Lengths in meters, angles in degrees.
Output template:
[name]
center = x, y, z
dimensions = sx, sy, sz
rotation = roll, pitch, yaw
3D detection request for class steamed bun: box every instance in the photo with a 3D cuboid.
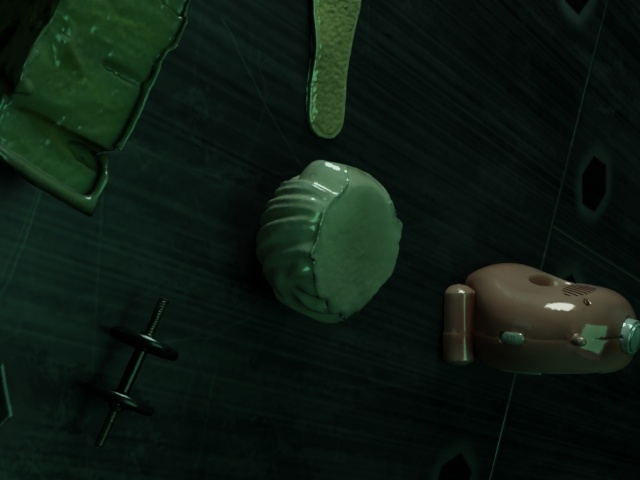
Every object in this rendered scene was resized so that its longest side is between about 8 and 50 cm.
[steamed bun]
center = 0.000, 0.000, 1.029
dimensions = 0.182, 0.106, 0.183
rotation = -15, 111, -45

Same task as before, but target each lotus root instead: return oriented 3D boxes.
[lotus root]
center = -0.198, -0.149, 0.763
dimensions = 0.119, 0.138, 0.235
rotation = 31, 75, -40

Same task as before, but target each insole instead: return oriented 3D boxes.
[insole]
center = 0.016, -0.240, 1.073
dimensions = 0.081, 0.011, 0.248
rotation = -1, 98, -48

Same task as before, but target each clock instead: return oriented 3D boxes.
[clock]
center = 0.322, 0.108, 1.303
dimensions = 0.227, 0.241, 0.142
rotation = -1, 94, -47

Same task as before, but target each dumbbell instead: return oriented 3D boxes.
[dumbbell]
center = -0.175, 0.122, 0.881
dimensions = 0.069, 0.069, 0.147
rotation = 37, 69, -45
